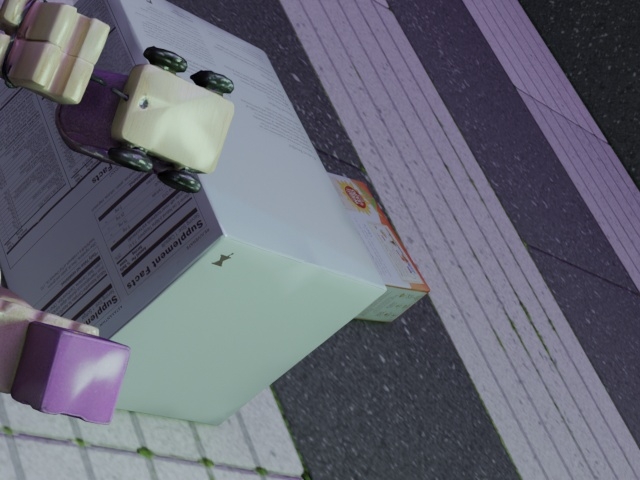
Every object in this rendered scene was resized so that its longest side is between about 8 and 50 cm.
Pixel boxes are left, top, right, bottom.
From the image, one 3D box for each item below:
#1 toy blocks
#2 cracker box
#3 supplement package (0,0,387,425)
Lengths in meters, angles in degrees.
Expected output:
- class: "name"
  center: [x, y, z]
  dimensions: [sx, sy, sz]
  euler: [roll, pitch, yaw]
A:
- class: "toy blocks"
  center: [-0.259, 0.010, 0.740]
  dimensions: [0.288, 0.309, 0.260]
  euler: [24, -9, -33]
- class: "cracker box"
  center: [0.000, 0.000, 1.443]
  dimensions: [0.232, 0.067, 0.156]
  euler: [13, 42, -56]
- class: "supplement package"
  center: [-0.122, -0.025, 1.093]
  dimensions: [0.199, 0.198, 0.262]
  euler: [20, 37, -51]
